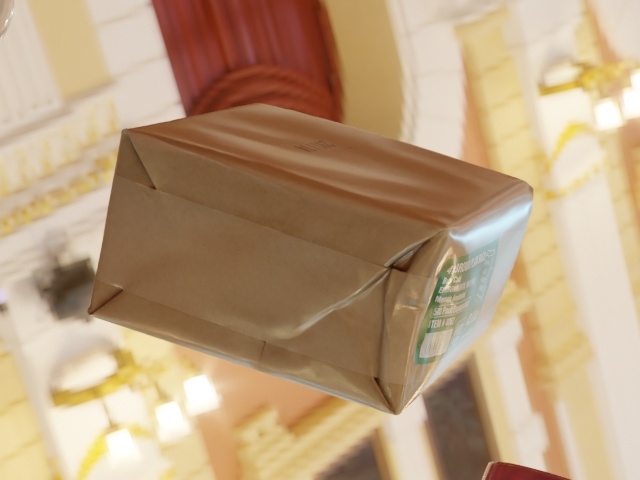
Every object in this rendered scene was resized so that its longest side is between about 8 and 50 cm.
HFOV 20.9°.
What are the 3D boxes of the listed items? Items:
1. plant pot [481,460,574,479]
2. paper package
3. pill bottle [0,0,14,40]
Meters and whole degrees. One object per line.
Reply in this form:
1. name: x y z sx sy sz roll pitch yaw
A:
1. plant pot: 0.260 0.369 1.979 0.201 0.180 0.201 18 168 4
2. paper package: 0.000 0.000 1.531 0.309 0.168 0.325 16 -167 16
3. pill bottle: -0.364 -0.213 1.588 0.121 0.121 0.221 -23 -170 -23
